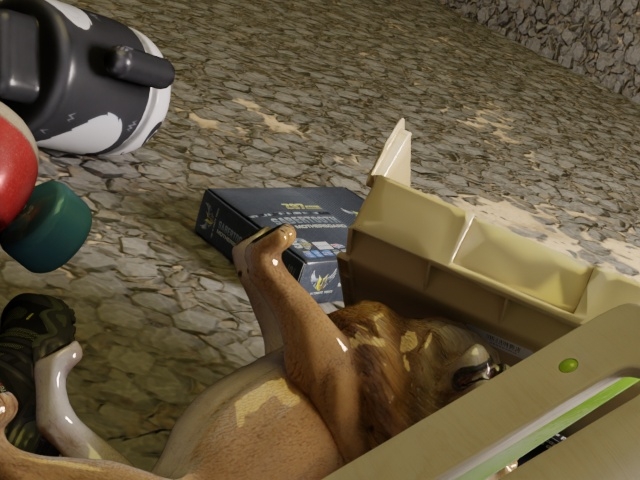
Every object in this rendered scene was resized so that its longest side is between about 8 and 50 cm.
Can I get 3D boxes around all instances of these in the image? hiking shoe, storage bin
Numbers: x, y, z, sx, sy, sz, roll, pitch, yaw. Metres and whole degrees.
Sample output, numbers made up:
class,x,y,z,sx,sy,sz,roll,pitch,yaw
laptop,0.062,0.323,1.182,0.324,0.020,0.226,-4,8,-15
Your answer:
class,x,y,z,sx,sy,sz,roll,pitch,yaw
hiking shoe,-0.245,0.098,0.857,0.114,0.086,0.227,15,22,-19
storage bin,0.158,0.046,0.926,0.262,0.123,0.260,24,-19,13

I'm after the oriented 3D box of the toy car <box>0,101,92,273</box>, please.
class,x,y,z,sx,sy,sz,roll,pitch,yaw
toy car,-0.313,0.016,0.846,0.219,0.210,0.238,48,26,-37

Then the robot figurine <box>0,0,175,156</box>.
class,x,y,z,sx,sy,sz,roll,pitch,yaw
robot figurine,-0.302,-0.188,1.374,0.209,0.173,0.278,38,16,28

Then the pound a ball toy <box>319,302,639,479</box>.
class,x,y,z,sx,sy,sz,roll,pitch,yaw
pound a ball toy,0.155,0.192,0.713,0.319,0.208,0.136,-29,37,-6

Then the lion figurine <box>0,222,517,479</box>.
class,x,y,z,sx,sy,sz,roll,pitch,yaw
lion figurine,-0.053,0.140,0.783,0.392,0.240,0.142,-30,6,-18

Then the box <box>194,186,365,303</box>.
class,x,y,z,sx,sy,sz,roll,pitch,yaw
box,0.000,0.000,1.344,0.232,0.059,0.183,-2,28,-44

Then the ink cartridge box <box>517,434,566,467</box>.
class,x,y,z,sx,sy,sz,roll,pitch,yaw
ink cartridge box,0.150,0.187,1.011,0.175,0.069,0.371,28,20,23
